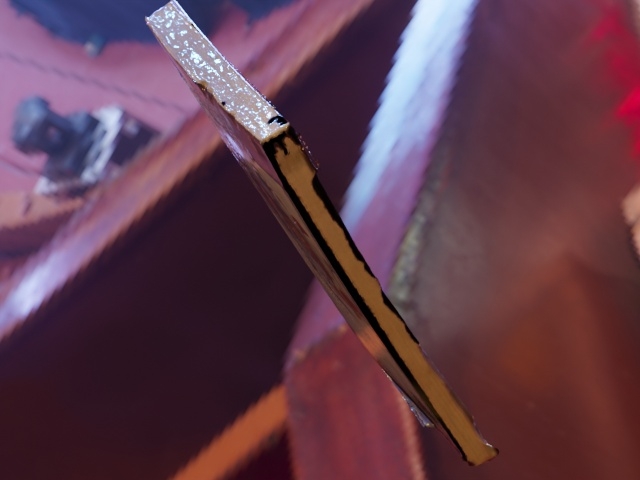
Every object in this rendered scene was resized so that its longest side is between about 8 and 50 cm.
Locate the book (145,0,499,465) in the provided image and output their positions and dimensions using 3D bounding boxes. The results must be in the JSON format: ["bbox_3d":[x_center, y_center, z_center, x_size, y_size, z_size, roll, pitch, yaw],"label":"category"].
[{"bbox_3d":[-0.001,0.000,0.906,0.026,0.231,0.157,-36,35,-5],"label":"book"}]
